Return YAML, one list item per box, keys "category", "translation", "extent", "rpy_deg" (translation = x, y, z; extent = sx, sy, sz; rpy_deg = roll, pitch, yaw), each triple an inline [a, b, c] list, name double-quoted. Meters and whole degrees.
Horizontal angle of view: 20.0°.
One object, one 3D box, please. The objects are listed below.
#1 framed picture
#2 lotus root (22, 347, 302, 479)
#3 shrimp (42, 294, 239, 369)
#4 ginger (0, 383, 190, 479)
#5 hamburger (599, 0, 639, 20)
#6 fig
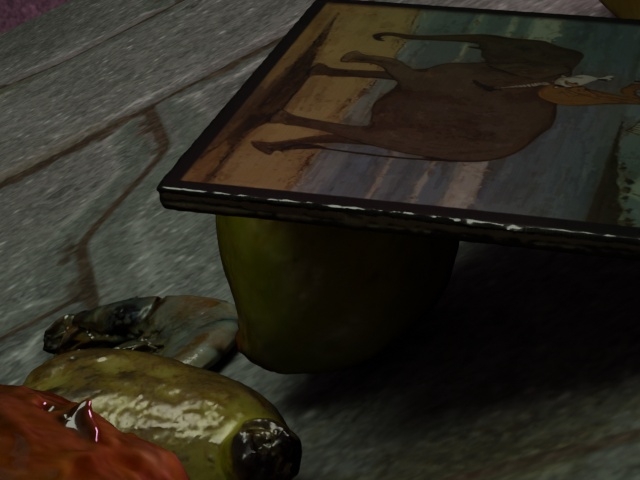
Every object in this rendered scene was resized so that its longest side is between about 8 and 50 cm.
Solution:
- category: "framed picture"
  translation: [0.128, -0.056, 0.848]
  extent: [0.347, 0.016, 0.265]
  rpy_deg: [7, 27, 15]
- category: "lotus root"
  translation: [-0.075, 0.102, 0.824]
  extent: [0.191, 0.094, 0.108]
  rpy_deg: [-2, 62, 35]
- category: "shrimp"
  translation: [-0.138, 0.079, 1.065]
  extent: [0.195, 0.035, 0.148]
  rpy_deg: [-6, 29, 45]
- category: "ginger"
  translation: [-0.141, 0.166, 0.589]
  extent: [0.254, 0.176, 0.418]
  rpy_deg: [-31, 13, 1]
- category: "hamburger"
  translation: [0.248, -0.285, 1.172]
  extent: [0.237, 0.276, 0.276]
  rpy_deg: [-29, 17, 2]
- category: "fig"
  translation: [0.008, -0.008, 0.922]
  extent: [0.121, 0.136, 0.153]
  rpy_deg: [-34, 25, 37]
